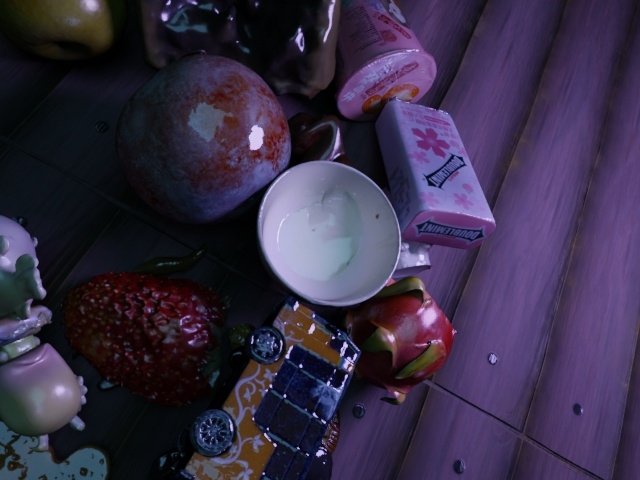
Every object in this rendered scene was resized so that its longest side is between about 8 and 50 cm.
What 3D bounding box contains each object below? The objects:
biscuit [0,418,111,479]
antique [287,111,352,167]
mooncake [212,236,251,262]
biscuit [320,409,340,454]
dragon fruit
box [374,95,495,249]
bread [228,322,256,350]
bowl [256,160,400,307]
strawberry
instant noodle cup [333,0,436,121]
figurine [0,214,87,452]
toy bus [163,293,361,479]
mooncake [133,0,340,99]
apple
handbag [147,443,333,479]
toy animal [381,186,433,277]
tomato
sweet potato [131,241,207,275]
[{"bbox_3d":[-0.464,0.433,0.740,0.355,0.052,0.275,34,62,-4],"label":"biscuit"},{"bbox_3d":[-0.014,-0.166,1.048,0.143,0.121,0.257,-12,84,-12],"label":"antique"},{"bbox_3d":[-0.083,0.134,0.953,0.347,0.150,0.057,37,35,11],"label":"mooncake"},{"bbox_3d":[-0.049,0.354,0.915,0.188,0.027,0.188,5,72,-16],"label":"biscuit"},{"bbox_3d":[0.139,0.187,0.931,0.227,0.224,0.224,-34,86,-11],"label":"dragon fruit"},{"bbox_3d":[0.244,-0.162,1.066,0.190,0.112,0.370,9,51,-20],"label":"box"},{"bbox_3d":[-0.132,0.207,0.915,0.110,0.060,0.066,50,38,-4],"label":"bread"},{"bbox_3d":[0.000,0.000,0.909,0.277,0.145,0.277,5,73,-18],"label":"bowl"},{"bbox_3d":[-0.311,0.164,0.834,0.306,0.138,0.233,12,71,-16],"label":"strawberry"},{"bbox_3d":[0.120,-0.444,1.126,0.243,0.243,0.231,-9,68,-21],"label":"instant noodle cup"},{"bbox_3d":[-0.478,0.135,0.733,0.226,0.274,0.394,-27,92,-56],"label":"figurine"},{"bbox_3d":[-0.083,0.269,0.773,0.194,0.162,0.323,35,54,-4],"label":"toy bus"},{"bbox_3d":[-0.157,-0.447,0.975,0.394,0.246,0.393,36,48,23],"label":"mooncake"},{"bbox_3d":[-0.510,-0.460,0.912,0.261,0.261,0.194,-3,91,-19],"label":"apple"},{"bbox_3d":[-0.126,0.453,0.820,0.332,0.075,0.191,4,81,-13],"label":"handbag"},{"bbox_3d":[0.185,-0.036,1.066,0.103,0.131,0.221,-6,72,2],"label":"toy animal"},{"bbox_3d":[-0.210,-0.180,0.879,0.316,0.317,0.282,-30,77,-24],"label":"tomato"},{"bbox_3d":[-0.288,0.044,0.931,0.153,0.038,0.041,-19,91,-24],"label":"sweet potato"}]
